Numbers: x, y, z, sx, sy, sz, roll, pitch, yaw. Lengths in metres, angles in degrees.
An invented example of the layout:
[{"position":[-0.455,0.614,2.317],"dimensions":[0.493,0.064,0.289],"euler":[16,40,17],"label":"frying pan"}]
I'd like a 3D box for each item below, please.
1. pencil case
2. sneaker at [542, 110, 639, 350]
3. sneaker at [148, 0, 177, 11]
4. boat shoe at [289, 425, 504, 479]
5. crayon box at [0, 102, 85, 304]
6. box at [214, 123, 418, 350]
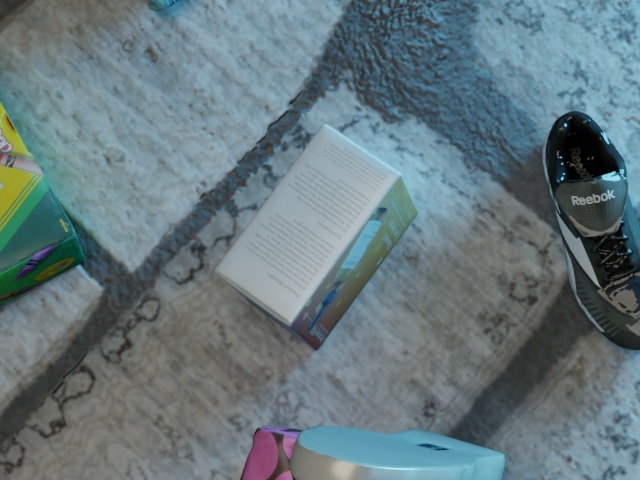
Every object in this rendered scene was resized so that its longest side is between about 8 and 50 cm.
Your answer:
[{"position":[-0.039,0.274,1.337],"dimensions":[0.098,0.095,0.209],"euler":[18,81,-5],"label":"pencil case"},{"position":[0.251,-0.015,1.342],"dimensions":[0.078,0.106,0.234],"euler":[-17,73,8],"label":"sneaker"},{"position":[-0.241,-0.336,1.529],"dimensions":[0.283,0.110,0.122],"euler":[31,87,17],"label":"sneaker"},{"position":[0.060,0.241,1.202],"dimensions":[0.127,0.340,0.158],"euler":[14,89,26],"label":"boat shoe"},{"position":[-0.373,-0.064,1.477],"dimensions":[0.165,0.081,0.278],"euler":[-29,71,-12],"label":"crayon box"},{"position":[0.000,0.000,1.377],"dimensions":[0.091,0.130,0.170],"euler":[35,85,17],"label":"box"}]
